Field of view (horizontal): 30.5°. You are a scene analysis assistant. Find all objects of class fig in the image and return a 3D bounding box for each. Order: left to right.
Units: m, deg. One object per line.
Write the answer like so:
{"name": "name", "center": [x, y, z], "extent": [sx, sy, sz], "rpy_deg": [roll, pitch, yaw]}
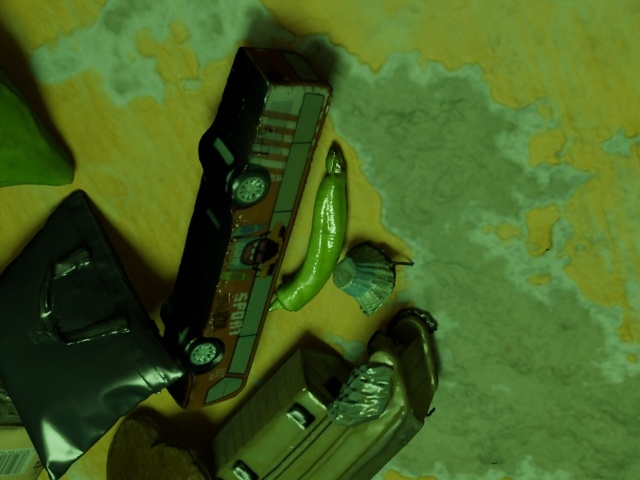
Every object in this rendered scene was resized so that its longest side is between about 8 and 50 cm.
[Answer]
{"name": "fig", "center": [-0.368, -0.118, 1.192], "extent": [0.275, 0.206, 0.206], "rpy_deg": [28, 123, -27]}

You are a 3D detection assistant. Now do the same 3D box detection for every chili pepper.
{"name": "chili pepper", "center": [0.001, 0.000, 1.236], "extent": [0.049, 0.043, 0.208], "rpy_deg": [42, 122, 33]}

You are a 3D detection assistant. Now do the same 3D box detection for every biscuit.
{"name": "biscuit", "center": [-0.171, 0.333, 1.360], "extent": [0.290, 0.041, 0.208], "rpy_deg": [58, 133, 32]}

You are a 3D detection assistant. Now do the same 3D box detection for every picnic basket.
{"name": "picnic basket", "center": [0.053, 0.040, 1.232], "extent": [0.083, 0.083, 0.065], "rpy_deg": [18, 122, -41]}

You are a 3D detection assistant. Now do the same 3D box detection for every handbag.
{"name": "handbag", "center": [-0.275, 0.101, 1.282], "extent": [0.211, 0.088, 0.254], "rpy_deg": [-38, 70, 17]}

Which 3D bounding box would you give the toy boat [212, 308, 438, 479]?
{"name": "toy boat", "center": [-0.034, 0.245, 1.325], "extent": [0.162, 0.136, 0.445], "rpy_deg": [41, 121, 3]}

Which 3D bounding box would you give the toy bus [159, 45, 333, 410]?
{"name": "toy bus", "center": [-0.089, -0.001, 1.213], "extent": [0.092, 0.093, 0.409], "rpy_deg": [-3, 127, -31]}

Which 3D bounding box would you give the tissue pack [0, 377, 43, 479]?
{"name": "tissue pack", "center": [-0.474, 0.245, 1.400], "extent": [0.238, 0.238, 0.305], "rpy_deg": [31, 118, -4]}
